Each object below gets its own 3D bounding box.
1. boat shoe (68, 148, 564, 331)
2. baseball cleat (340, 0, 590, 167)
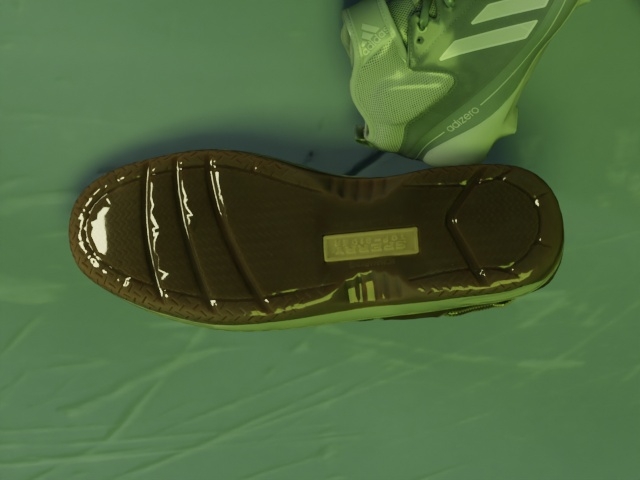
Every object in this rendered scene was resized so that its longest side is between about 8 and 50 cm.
[{"bbox_3d":[0.000,0.008,1.027,0.257,0.095,0.095,4,170,9],"label":"boat shoe"},{"bbox_3d":[0.073,-0.120,0.957,0.109,0.072,0.206,10,123,-17],"label":"baseball cleat"}]
